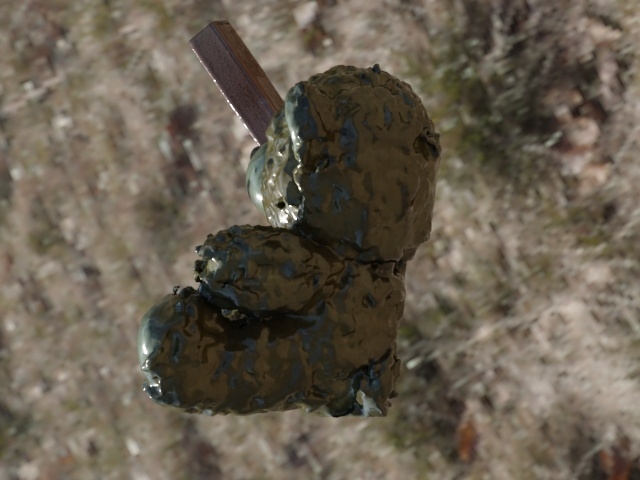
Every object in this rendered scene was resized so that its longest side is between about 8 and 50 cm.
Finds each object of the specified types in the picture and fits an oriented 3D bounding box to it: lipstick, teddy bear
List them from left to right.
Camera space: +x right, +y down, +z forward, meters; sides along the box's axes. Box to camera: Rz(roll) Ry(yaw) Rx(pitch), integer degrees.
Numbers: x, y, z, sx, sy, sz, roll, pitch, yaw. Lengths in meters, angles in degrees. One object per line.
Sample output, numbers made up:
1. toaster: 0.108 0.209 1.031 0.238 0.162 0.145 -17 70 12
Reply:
1. lipstick: -0.083 -0.170 1.985 0.045 0.045 0.145 -36 84 21
2. teddy bear: 0.000 0.000 1.272 0.156 0.267 0.256 13 98 24
